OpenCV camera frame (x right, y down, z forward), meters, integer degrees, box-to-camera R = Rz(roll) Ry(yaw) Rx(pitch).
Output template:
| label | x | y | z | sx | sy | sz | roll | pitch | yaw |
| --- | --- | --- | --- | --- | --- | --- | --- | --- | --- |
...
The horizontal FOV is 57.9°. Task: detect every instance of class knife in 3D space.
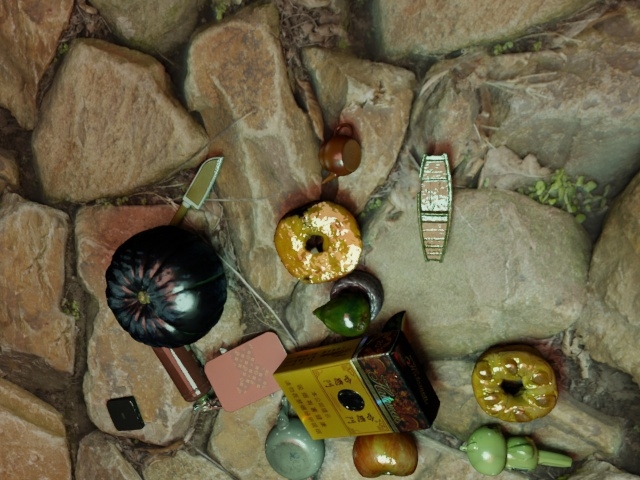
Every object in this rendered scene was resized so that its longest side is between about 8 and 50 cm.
| label | x | y | z | sx | sy | sz | roll | pitch | yaw |
| --- | --- | --- | --- | --- | --- | --- | --- | --- | --- |
| knife | -0.380 | -0.123 | 1.737 | 0.061 | 0.027 | 0.343 | 38 | 115 | 5 |

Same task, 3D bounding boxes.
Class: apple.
| label | x | y | z | sx | sy | sz | roll | pitch | yaw |
| --- | --- | --- | --- | --- | --- | --- | --- | --- | --- |
| apple | 0.188 | 0.619 | 1.700 | 0.195 | 0.173 | 0.160 | -12 | 104 | 16 |

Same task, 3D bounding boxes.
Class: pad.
| label | x | y | z | sx | sy | sz | roll | pitch | yaw |
| --- | --- | --- | --- | --- | --- | --- | --- | --- | --- |
| pad | -0.219 | 0.409 | 1.795 | 0.267 | 0.004 | 0.181 | -28 | 88 | 9 |

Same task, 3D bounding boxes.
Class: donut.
| label | x | y | z | sx | sy | sz | roll | pitch | yaw |
| --- | --- | --- | --- | --- | --- | --- | --- | --- | --- |
| donut | 0.521 | 0.384 | 1.560 | 0.227 | 0.114 | 0.226 | 5 | 107 | 15 |
| donut | -0.002 | 0.002 | 1.610 | 0.254 | 0.118 | 0.253 | 6 | 107 | 18 |

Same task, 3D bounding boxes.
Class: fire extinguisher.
| label | x | y | z | sx | sy | sz | roll | pitch | yaw |
| --- | --- | --- | --- | --- | --- | --- | --- | --- | --- |
| fire extinguisher | -0.413 | 0.419 | 1.872 | 0.147 | 0.106 | 0.337 | -31 | 96 | 0 |

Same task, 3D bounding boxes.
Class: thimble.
| label | x | y | z | sx | sy | sz | roll | pitch | yaw |
| --- | --- | --- | --- | --- | --- | --- | --- | --- | --- |
| thimble | 0.102 | 0.162 | 1.634 | 0.150 | 0.098 | 0.150 | 4 | 106 | 15 |

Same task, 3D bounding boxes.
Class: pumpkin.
| label | x | y | z | sx | sy | sz | roll | pitch | yaw |
| --- | --- | --- | --- | --- | --- | --- | --- | --- | --- |
| pumpkin | -0.457 | 0.138 | 1.706 | 0.364 | 0.266 | 0.363 | 4 | 106 | 15 |

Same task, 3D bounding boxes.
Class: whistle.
| label | x | y | z | sx | sy | sz | roll | pitch | yaw |
| --- | --- | --- | --- | --- | --- | --- | --- | --- | --- |
| whistle | 0.540 | 0.583 | 1.624 | 0.294 | 0.141 | 0.141 | -5 | 105 | -1 |

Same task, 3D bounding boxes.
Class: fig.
| label | x | y | z | sx | sy | sz | roll | pitch | yaw |
| --- | --- | --- | --- | --- | --- | --- | --- | --- | --- |
| fig | 0.046 | 0.201 | 1.559 | 0.178 | 0.117 | 0.117 | -2 | 105 | 27 |

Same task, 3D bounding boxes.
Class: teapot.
| label | x | y | z | sx | sy | sz | roll | pitch | yaw |
| --- | --- | --- | --- | --- | --- | --- | --- | --- | --- |
| teapot | 0.043 | -0.231 | 1.542 | 0.116 | 0.116 | 0.173 | 11 | 82 | 14 |
| teapot | -0.076 | 0.649 | 1.817 | 0.193 | 0.129 | 0.294 | -19 | 101 | 21 |

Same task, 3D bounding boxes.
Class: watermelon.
| label | x | y | z | sx | sy | sz | roll | pitch | yaw |
| --- | --- | --- | --- | --- | --- | --- | --- | --- | --- |
| watermelon | 0.218 | 0.279 | 1.658 | 0.094 | 0.125 | 0.135 | 17 | 145 | -20 |

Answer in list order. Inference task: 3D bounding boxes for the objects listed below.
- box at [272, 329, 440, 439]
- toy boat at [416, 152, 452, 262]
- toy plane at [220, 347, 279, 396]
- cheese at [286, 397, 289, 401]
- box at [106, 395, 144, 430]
| label | x | y | z | sx | sy | sz | roll | pitch | yaw |
| --- | --- | --- | --- | --- | --- | --- | --- | --- | --- |
| box | 0.098 | 0.416 | 1.635 | 0.415 | 0.116 | 0.264 | -18 | 108 | 35 |
| toy boat | 0.301 | -0.087 | 1.523 | 0.093 | 0.055 | 0.293 | 2 | 105 | 16 |
| toy plane | -0.222 | 0.407 | 1.826 | 0.226 | 0.058 | 0.226 | 40 | 114 | 6 |
| cheese | -0.078 | 0.485 | 1.807 | 0.041 | 0.060 | 0.084 | -44 | 83 | 24 |
| box | -0.692 | 0.615 | 2.051 | 0.125 | 0.027 | 0.126 | -12 | 103 | 22 |
